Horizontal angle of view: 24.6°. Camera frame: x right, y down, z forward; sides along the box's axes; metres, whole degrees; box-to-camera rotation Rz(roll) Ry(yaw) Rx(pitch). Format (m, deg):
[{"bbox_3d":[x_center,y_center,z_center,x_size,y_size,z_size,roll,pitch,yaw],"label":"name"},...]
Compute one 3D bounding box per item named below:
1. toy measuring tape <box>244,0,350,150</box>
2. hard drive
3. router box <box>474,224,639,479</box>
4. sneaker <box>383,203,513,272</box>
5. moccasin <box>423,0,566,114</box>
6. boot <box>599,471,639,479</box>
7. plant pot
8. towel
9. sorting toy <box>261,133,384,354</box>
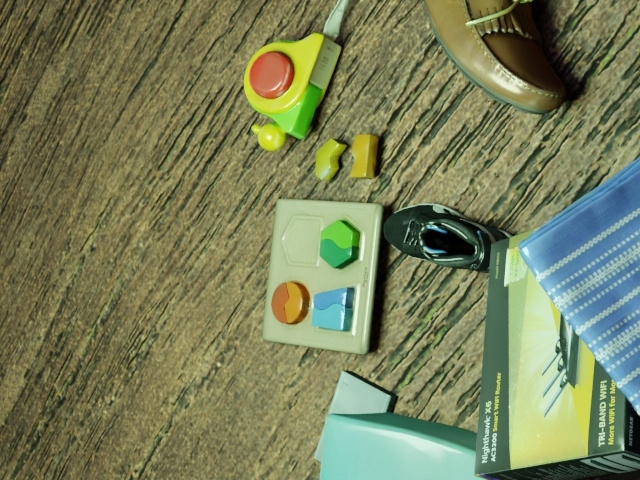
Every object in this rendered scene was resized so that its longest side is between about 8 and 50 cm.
[{"bbox_3d":[-0.032,-0.290,2.145,0.121,0.121,0.330,20,90,40],"label":"toy measuring tape"},{"bbox_3d":[0.048,0.262,2.060,0.094,0.022,0.135,24,101,39],"label":"hard drive"},{"bbox_3d":[0.300,0.125,1.743,0.243,0.081,0.309,-23,54,50],"label":"router box"},{"bbox_3d":[0.146,-0.010,1.946,0.216,0.121,0.079,13,93,41],"label":"sneaker"},{"bbox_3d":[0.222,-0.325,1.923,0.147,0.139,0.380,-47,48,36],"label":"moccasin"},{"bbox_3d":[0.386,0.216,1.723,0.219,0.106,0.082,-46,58,26],"label":"boot"},{"bbox_3d":[0.140,0.319,1.890,0.234,0.165,0.166,4,87,34],"label":"plant pot"},{"bbox_3d":[0.405,0.072,1.622,0.243,0.040,0.336,-32,75,-16],"label":"towel"},{"bbox_3d":[0.000,0.000,2.107,0.229,0.041,0.307,4,87,46],"label":"sorting toy"}]
